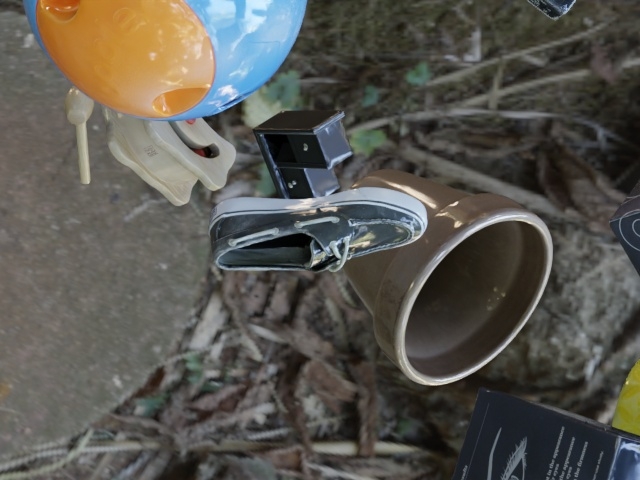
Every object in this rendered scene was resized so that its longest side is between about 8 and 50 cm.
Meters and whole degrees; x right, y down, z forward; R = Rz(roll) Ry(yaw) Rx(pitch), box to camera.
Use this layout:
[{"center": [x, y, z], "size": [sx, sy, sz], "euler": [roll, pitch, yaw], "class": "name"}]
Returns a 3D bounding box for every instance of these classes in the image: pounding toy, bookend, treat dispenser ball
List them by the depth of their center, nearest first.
[{"center": [-0.156, -0.265, 1.214], "size": [0.288, 0.288, 0.288], "euler": [-6, 101, -35], "class": "treat dispenser ball"}, {"center": [-0.254, -0.155, 1.653], "size": [0.269, 0.155, 0.154], "euler": [42, 36, -44], "class": "pounding toy"}, {"center": [-0.012, -0.126, 1.938], "size": [0.072, 0.156, 0.157], "euler": [-36, 117, -32], "class": "bookend"}]

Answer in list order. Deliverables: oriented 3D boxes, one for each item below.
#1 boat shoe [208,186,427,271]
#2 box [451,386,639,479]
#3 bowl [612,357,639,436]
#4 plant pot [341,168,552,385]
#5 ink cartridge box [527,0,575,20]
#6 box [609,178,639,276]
[{"center": [0.000, 0.000, 1.188], "size": [0.219, 0.070, 0.077], "euler": [-4, 136, -5], "class": "boat shoe"}, {"center": [0.210, 0.225, 1.029], "size": [0.108, 0.207, 0.153], "euler": [18, 88, -25], "class": "box"}, {"center": [0.455, 0.236, 1.250], "size": [0.290, 0.156, 0.289], "euler": [9, 75, -36], "class": "bowl"}, {"center": [0.130, 0.023, 1.570], "size": [0.263, 0.229, 0.263], "euler": [-25, 134, -29], "class": "plant pot"}, {"center": [0.159, -0.309, 0.897], "size": [0.206, 0.045, 0.208], "euler": [35, 89, -9], "class": "ink cartridge box"}, {"center": [0.374, -0.031, 0.902], "size": [0.142, 0.247, 0.163], "euler": [57, 46, -11], "class": "box"}]
